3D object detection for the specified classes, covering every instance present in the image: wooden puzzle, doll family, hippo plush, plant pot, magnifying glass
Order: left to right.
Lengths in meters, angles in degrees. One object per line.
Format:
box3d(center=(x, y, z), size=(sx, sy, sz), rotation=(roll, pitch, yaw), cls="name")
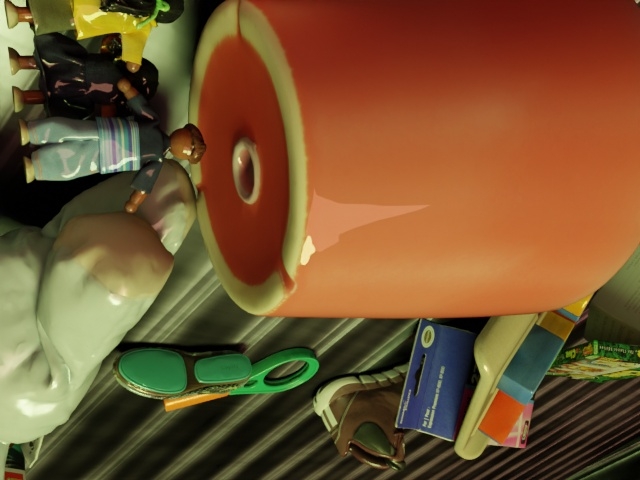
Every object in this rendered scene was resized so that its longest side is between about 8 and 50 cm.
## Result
box3d(center=(-0.260, 0.015, 0.466), size=(0.236, 0.234, 0.294), rotation=(33, 103, -15), cls="hippo plush")
box3d(center=(-0.133, -0.116, 0.380), size=(0.111, 0.076, 0.193), rotation=(-8, 114, -28), cls="doll family")
box3d(center=(-0.113, 0.206, 0.890), size=(0.230, 0.026, 0.092), rotation=(-13, 142, -19), cls="magnifying glass")
box3d(center=(0.051, -0.062, 0.431), size=(0.243, 0.275, 0.275), rotation=(-8, 141, -28), cls="plant pot")
box3d(center=(0.318, 0.149, 0.893), size=(0.322, 0.080, 0.348), rotation=(-47, 149, -25), cls="wooden puzzle")

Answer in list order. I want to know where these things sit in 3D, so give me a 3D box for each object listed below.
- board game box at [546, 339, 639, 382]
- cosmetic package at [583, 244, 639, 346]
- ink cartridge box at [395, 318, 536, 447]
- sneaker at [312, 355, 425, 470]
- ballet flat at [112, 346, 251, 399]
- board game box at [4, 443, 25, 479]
box3d(center=(0.462, 0.205, 1.009), size=(0.136, 0.030, 0.260), rotation=(6, 162, 1), cls="board game box")
box3d(center=(0.569, 0.132, 1.016), size=(0.151, 0.183, 0.151), rotation=(-45, 145, -13), cls="cosmetic package")
box3d(center=(0.272, 0.258, 1.056), size=(0.370, 0.069, 0.176), rotation=(23, 78, -43), cls="ink cartridge box")
box3d(center=(0.138, 0.301, 1.027), size=(0.281, 0.163, 0.107), rotation=(-10, 141, -19), cls="sneaker")
box3d(center=(-0.180, 0.175, 0.782), size=(0.188, 0.070, 0.070), rotation=(12, 130, -34), cls="ballet flat")
box3d(center=(-0.378, 0.114, 0.481), size=(0.053, 0.193, 0.305), rotation=(-32, 143, 11), cls="board game box")
